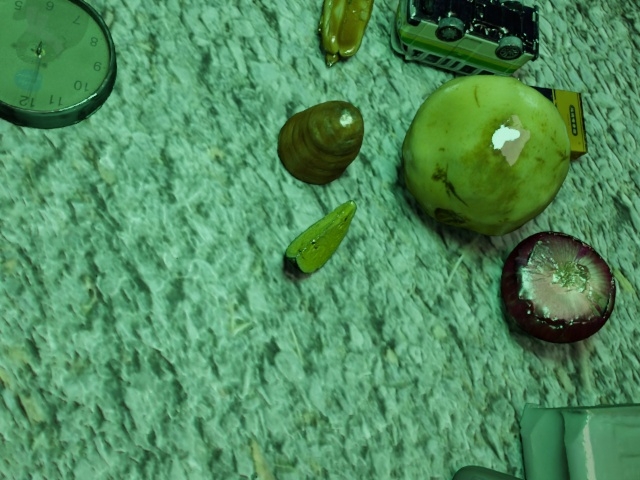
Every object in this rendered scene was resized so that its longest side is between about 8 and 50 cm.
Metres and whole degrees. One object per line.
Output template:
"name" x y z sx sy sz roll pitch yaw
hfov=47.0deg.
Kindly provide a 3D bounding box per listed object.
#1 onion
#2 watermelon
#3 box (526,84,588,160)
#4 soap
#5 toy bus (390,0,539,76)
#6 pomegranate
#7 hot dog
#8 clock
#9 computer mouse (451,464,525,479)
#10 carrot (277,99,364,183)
"onion" 0.485 0.100 1.526 0.248 0.161 0.247 10 62 -19
"watermelon" 0.004 0.008 1.427 0.181 0.092 0.075 -45 106 -32
"box" 0.486 -0.271 1.680 0.237 0.070 0.152 4 74 -16
"soap" 0.594 0.529 1.418 0.351 0.213 0.434 5 75 -19
"toy bus" 0.304 -0.460 1.607 0.306 0.179 0.143 12 70 -16
"pomegranate" 0.328 -0.174 1.468 0.333 0.332 0.332 5 74 -18
"hot dog" 0.055 -0.492 1.591 0.109 0.072 0.269 20 68 -11
"clock" -0.519 -0.344 1.361 0.281 0.055 0.280 5 73 -18
"computer mouse" 0.351 0.501 1.366 0.232 0.057 0.120 11 83 30
"carrot" 0.013 -0.210 1.420 0.159 0.225 0.159 3 78 -15
